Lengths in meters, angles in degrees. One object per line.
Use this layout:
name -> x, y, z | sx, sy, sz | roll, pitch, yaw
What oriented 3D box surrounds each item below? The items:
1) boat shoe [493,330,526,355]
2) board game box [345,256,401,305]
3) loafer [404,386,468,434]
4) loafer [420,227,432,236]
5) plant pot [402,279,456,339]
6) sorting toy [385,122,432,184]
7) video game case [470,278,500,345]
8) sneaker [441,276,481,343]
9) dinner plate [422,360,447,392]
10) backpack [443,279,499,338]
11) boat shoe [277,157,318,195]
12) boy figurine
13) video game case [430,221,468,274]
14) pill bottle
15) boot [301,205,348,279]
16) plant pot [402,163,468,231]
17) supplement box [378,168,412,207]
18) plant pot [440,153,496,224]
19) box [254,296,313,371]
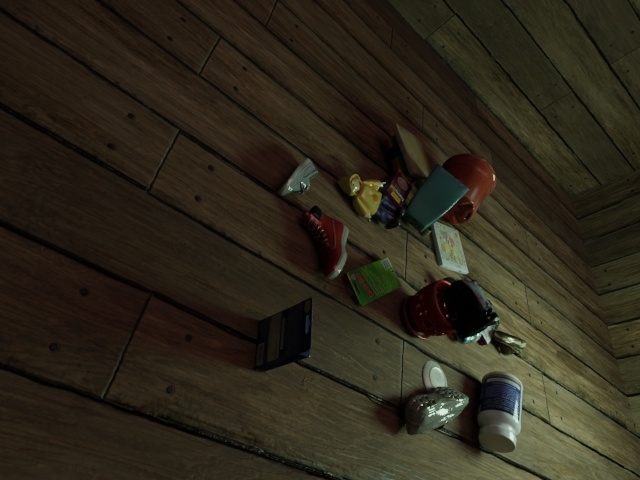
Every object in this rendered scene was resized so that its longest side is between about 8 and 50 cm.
boat shoe -> 0.839, 0.470, 1.953 | 0.257, 0.095, 0.095 | 23, 91, -40
board game box -> 0.187, 0.143, 1.558 | 0.259, 0.039, 0.124 | -14, 76, -50
loafer -> 0.386, 0.565, 1.464 | 0.319, 0.112, 0.112 | 6, 99, -41
loafer -> 0.442, -0.087, 1.932 | 0.148, 0.050, 0.056 | 56, 41, -3
plant pot -> 0.408, 0.257, 1.601 | 0.191, 0.174, 0.191 | 22, 53, -33
sorting toy -> 0.407, -0.373, 2.016 | 0.255, 0.089, 0.257 | 10, 58, -53
video game case -> 0.703, 0.315, 1.955 | 0.210, 0.041, 0.232 | -30, 89, -49
sneaker -> 0.560, 0.285, 1.786 | 0.122, 0.110, 0.283 | -12, 75, -44
dinner plate -> 0.419, 0.505, 1.586 | 0.141, 0.017, 0.141 | 25, 51, -34
backpack -> 0.502, 0.223, 1.491 | 0.115, 0.152, 0.182 | 14, 44, -46
boat shoe -> -0.066, -0.202, 1.481 | 0.081, 0.079, 0.227 | 45, 40, -9
boy figurine -> 0.194, -0.168, 1.690 | 0.285, 0.092, 0.177 | 37, 69, -19
video game case -> 0.593, 0.032, 2.029 | 0.206, 0.026, 0.227 | 17, 56, -38
pill bottle -> 0.673, 0.641, 1.650 | 0.153, 0.153, 0.265 | 47, 42, -14
boot -> 0.000, 0.000, 1.426 | 0.176, 0.088, 0.244 | 35, 38, -24
plant pot -> 0.464, -0.160, 1.847 | 0.165, 0.166, 0.234 | 41, 81, 8
supplement box -> 0.307, -0.205, 1.846 | 0.104, 0.080, 0.188 | 47, 43, -13
plant pot -> 0.664, -0.230, 2.096 | 0.272, 0.272, 0.265 | 48, 50, -12
box -> -0.082, 0.237, 1.094 | 0.036, 0.225, 0.137 | 25, 51, -33
